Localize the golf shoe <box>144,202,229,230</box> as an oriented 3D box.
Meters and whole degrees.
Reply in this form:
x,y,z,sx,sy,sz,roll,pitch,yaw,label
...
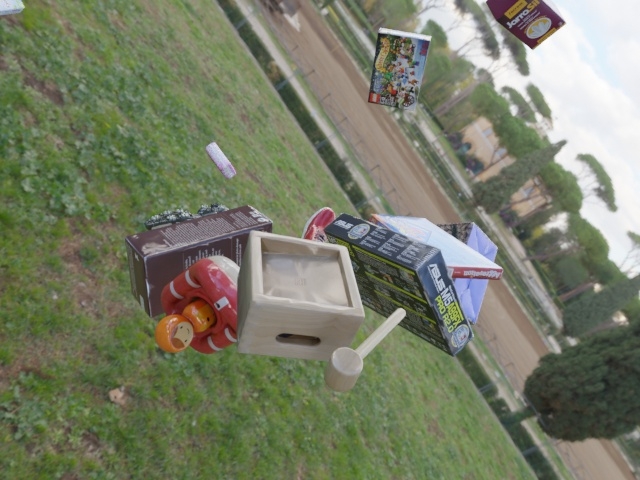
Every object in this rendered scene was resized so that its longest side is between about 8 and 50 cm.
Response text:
x,y,z,sx,sy,sz,roll,pitch,yaw,label
-0.424,-0.044,1.641,0.105,0.273,0.120,33,-52,58,golf shoe

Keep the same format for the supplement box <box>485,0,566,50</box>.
x,y,z,sx,sy,sz,roll,pitch,yaw,label
0.528,-0.585,1.298,0.188,0.104,0.080,13,53,-38,supplement box

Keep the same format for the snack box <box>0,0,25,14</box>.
x,y,z,sx,sy,sz,roll,pitch,yaw,label
-0.911,-0.675,1.393,0.100,0.037,0.141,64,35,-17,snack box

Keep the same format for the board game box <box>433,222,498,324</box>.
x,y,z,sx,sy,sz,roll,pitch,yaw,label
0.299,0.086,1.396,0.141,0.291,0.232,38,65,-34,board game box

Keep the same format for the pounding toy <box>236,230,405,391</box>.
x,y,z,sx,sy,sz,roll,pitch,yaw,label
-0.001,0.098,0.585,0.181,0.094,0.206,10,35,-16,pounding toy

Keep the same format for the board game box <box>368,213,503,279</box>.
x,y,z,sx,sy,sz,roll,pitch,yaw,label
0.221,0.007,1.024,0.145,0.027,0.281,5,20,-22,board game box

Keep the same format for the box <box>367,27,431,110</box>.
x,y,z,sx,sy,sz,roll,pitch,yaw,label
0.246,-0.537,1.601,0.044,0.159,0.233,-70,169,-47,box

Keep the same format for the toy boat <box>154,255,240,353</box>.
x,y,z,sx,sy,sz,roll,pitch,yaw,label
-0.203,0.126,0.825,0.151,0.231,0.151,55,44,-4,toy boat

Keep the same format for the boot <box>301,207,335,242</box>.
x,y,z,sx,sy,sz,roll,pitch,yaw,label
0.000,0.000,1.567,0.088,0.244,0.176,37,-17,-20,boot

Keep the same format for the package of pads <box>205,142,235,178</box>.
x,y,z,sx,sy,sz,roll,pitch,yaw,label
-0.239,-0.191,1.211,0.083,0.032,0.050,52,-9,25,package of pads

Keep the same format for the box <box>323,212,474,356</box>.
x,y,z,sx,sy,sz,roll,pitch,yaw,label
0.139,0.075,0.940,0.270,0.060,0.216,25,-32,54,box

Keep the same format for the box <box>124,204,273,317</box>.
x,y,z,sx,sy,sz,roll,pitch,yaw,label
-0.327,0.048,1.410,0.382,0.191,0.143,-19,38,-37,box
